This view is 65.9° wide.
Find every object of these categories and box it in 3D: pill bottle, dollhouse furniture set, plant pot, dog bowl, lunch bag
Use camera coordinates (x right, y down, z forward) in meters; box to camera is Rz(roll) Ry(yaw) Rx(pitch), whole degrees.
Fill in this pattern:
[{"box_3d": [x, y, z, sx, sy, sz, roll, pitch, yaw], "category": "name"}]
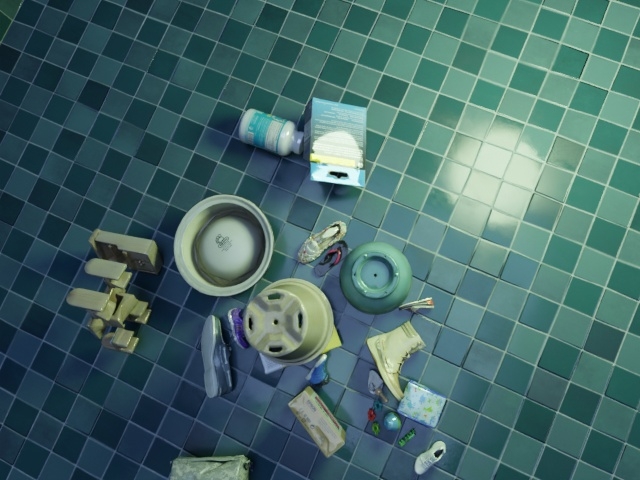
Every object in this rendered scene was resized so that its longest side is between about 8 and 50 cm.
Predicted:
[{"box_3d": [-0.193, -0.439, 2.043, 0.263, 0.146, 0.146, 20, 84, 8], "category": "pill bottle"}, {"box_3d": [-0.828, 0.177, 1.933, 0.256, 0.362, 0.395, 10, 55, 7], "category": "dollhouse furniture set"}, {"box_3d": [0.210, 0.137, 1.885, 0.292, 0.196, 0.294, -1, 82, 6], "category": "plant pot"}, {"box_3d": [-0.371, 0.027, 1.994, 0.407, 0.150, 0.409, -1, 82, 7], "category": "dog bowl"}, {"box_3d": [0.379, 0.611, 1.846, 0.151, 0.096, 0.129, 21, 84, 19], "category": "lunch bag"}, {"box_3d": [-0.411, 0.936, 1.832, 0.304, 0.212, 0.256, -2, 82, 6], "category": "lunch bag"}, {"box_3d": [-0.134, 0.290, 1.765, 0.333, 0.305, 0.334, -1, 81, 8], "category": "plant pot"}]

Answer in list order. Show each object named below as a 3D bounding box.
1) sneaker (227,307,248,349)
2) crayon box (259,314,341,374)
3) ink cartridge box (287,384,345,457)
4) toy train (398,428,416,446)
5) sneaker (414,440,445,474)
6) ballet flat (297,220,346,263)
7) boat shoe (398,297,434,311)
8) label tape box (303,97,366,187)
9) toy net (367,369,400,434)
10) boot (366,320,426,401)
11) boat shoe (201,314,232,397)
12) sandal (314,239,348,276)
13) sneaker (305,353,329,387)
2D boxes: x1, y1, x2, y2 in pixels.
[{"box_3d": [-0.321, 0.352, 1.983, 0.071, 0.068, 0.170, -18, 79, -2], "category": "sneaker"}, {"box_3d": [-0.093, 0.376, 1.943, 0.318, 0.081, 0.203, -21, 79, 4], "category": "crayon box"}, {"box_3d": [-0.010, 0.664, 1.834, 0.088, 0.193, 0.235, -39, 80, -2], "category": "ink cartridge box"}, {"box_3d": [0.330, 0.748, 1.871, 0.083, 0.017, 0.024, -41, 89, 0], "category": "toy train"}, {"box_3d": [0.405, 0.809, 1.832, 0.053, 0.061, 0.152, 44, 90, 9], "category": "sneaker"}, {"box_3d": [0.000, 0.000, 1.990, 0.241, 0.077, 0.091, -40, 79, 0], "category": "ballet flat"}, {"box_3d": [0.373, 0.258, 1.925, 0.136, 0.049, 0.043, -13, 82, 0], "category": "boat shoe"}, {"box_3d": [0.056, -0.377, 1.977, 0.240, 0.106, 0.334, 5, 81, -21], "category": "label tape box"}, {"box_3d": [0.225, 0.614, 1.886, 0.122, 0.045, 0.233, -32, 64, 44], "category": "toy net"}, {"box_3d": [0.309, 0.448, 1.855, 0.203, 0.095, 0.262, -25, 53, 0], "category": "boot"}, {"box_3d": [-0.409, 0.460, 1.978, 0.098, 0.116, 0.320, 5, 70, -36], "category": "boat shoe"}, {"box_3d": [0.046, 0.073, 1.992, 0.067, 0.040, 0.179, 42, 88, 11], "category": "sandal"}, {"box_3d": [0.009, 0.507, 1.901, 0.084, 0.058, 0.152, 35, 120, 6], "category": "sneaker"}]
